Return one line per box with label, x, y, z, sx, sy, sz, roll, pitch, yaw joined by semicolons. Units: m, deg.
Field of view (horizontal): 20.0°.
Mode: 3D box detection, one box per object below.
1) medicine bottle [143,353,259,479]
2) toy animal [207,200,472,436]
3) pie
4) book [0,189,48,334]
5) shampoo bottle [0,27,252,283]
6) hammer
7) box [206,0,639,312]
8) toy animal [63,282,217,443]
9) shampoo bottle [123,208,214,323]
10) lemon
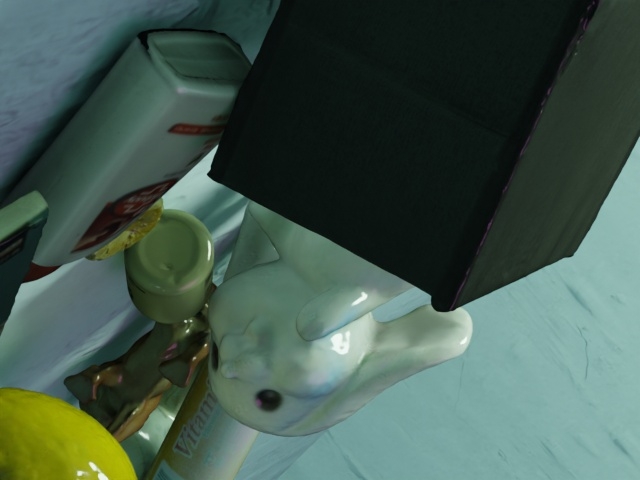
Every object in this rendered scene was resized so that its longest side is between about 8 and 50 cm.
medicine bottle;-0.088;0.149;1.962;0.108;0.108;0.426;-24;148;-55
toy animal;0.002;0.039;1.720;0.289;0.249;0.174;-31;157;16
pie;-0.167;-0.012;1.524;0.084;0.020;0.084;-36;167;-9
book;-0.318;0.106;1.201;0.264;0.031;0.379;-33;171;-27
shampoo bottle;-0.167;-0.034;1.288;0.284;0.071;0.153;-45;169;22
hammer;-0.148;0.160;2.095;0.305;0.113;0.202;-53;167;32
box;0.112;-0.120;1.328;0.251;0.204;0.345;-65;162;14
toy animal;-0.181;0.126;1.901;0.312;0.097;0.157;-47;179;25
shampoo bottle;-0.136;0.030;1.640;0.079;0.079;0.162;-37;170;-14
lemon;-0.280;0.263;1.595;0.293;0.293;0.293;-38;169;-9
